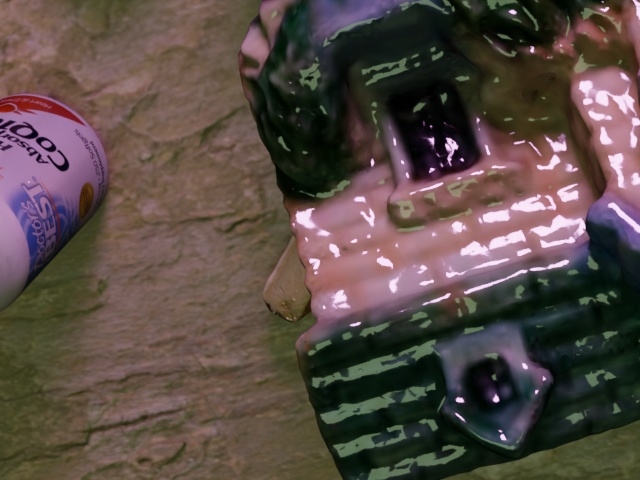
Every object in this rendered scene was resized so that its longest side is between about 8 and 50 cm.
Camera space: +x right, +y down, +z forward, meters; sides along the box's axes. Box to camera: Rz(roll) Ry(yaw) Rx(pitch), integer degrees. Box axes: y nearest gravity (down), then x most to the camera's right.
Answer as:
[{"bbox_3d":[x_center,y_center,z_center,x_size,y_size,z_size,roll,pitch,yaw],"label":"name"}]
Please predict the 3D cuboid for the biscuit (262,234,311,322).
[{"bbox_3d":[0.000,0.000,1.340,0.056,0.052,0.188,38,120,13],"label":"biscuit"}]

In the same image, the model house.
[{"bbox_3d":[0.200,0.009,0.977,0.445,0.400,0.395,-14,156,5],"label":"model house"}]

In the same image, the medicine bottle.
[{"bbox_3d":[-0.325,-0.024,1.277,0.157,0.289,0.157,6,117,12],"label":"medicine bottle"}]
